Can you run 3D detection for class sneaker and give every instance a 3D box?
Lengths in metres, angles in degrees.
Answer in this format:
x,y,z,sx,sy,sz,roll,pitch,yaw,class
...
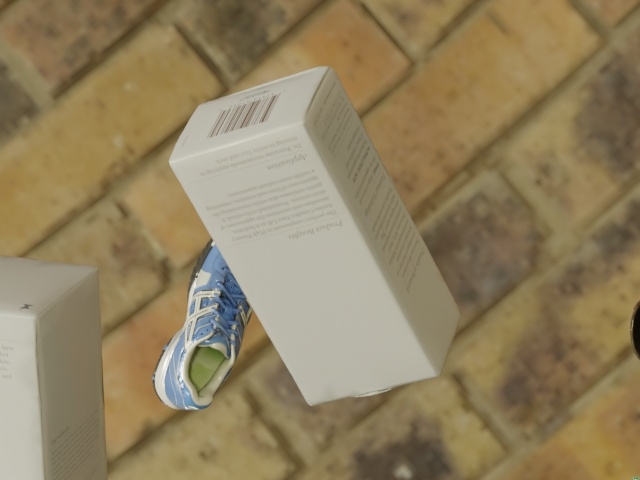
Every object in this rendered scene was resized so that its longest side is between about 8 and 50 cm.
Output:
x,y,z,sx,sy,sz,roll,pitch,yaw,class
-0.102,0.083,1.986,0.080,0.081,0.211,20,-90,-25,sneaker

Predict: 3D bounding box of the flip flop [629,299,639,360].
x,y,z,sx,sy,sz,roll,pitch,yaw,class
0.350,0.097,1.911,0.112,0.080,0.277,-49,19,48,flip flop

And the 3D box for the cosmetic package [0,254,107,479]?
x,y,z,sx,sy,sz,roll,pitch,yaw,class
-0.317,0.133,1.681,0.138,0.224,0.225,-49,-37,-63,cosmetic package

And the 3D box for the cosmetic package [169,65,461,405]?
x,y,z,sx,sy,sz,roll,pitch,yaw,class
0.000,0.000,1.383,0.117,0.231,0.085,-14,30,27,cosmetic package

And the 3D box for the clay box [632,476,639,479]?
x,y,z,sx,sy,sz,roll,pitch,yaw,class
0.329,0.239,1.373,0.127,0.222,0.053,36,-104,-41,clay box
